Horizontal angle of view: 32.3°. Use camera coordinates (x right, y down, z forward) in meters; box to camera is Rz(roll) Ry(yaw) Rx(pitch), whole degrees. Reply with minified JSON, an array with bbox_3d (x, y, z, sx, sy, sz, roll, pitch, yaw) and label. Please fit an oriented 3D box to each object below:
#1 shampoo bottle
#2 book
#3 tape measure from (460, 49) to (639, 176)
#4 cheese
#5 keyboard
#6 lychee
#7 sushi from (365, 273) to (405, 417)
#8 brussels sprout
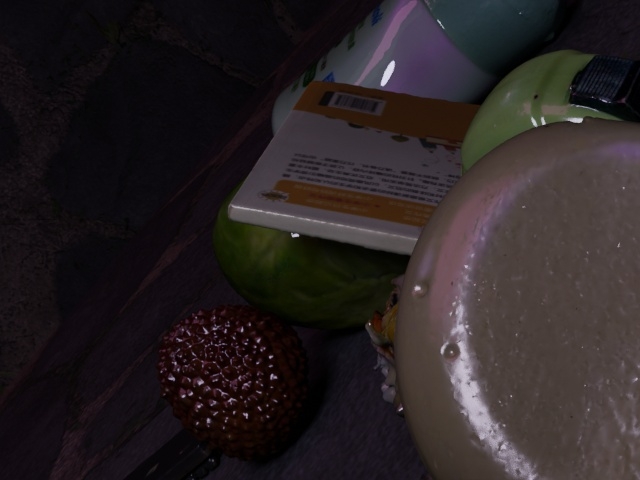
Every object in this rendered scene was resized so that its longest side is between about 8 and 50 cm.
[{"bbox_3d":[0.113,-0.201,1.200,0.349,0.151,0.222,-38,13,27],"label":"shampoo bottle"},{"bbox_3d":[0.063,-0.063,0.876,0.295,0.207,0.020,-65,-15,-62],"label":"book"},{"bbox_3d":[0.157,-0.036,0.621,0.177,0.154,0.087,-34,20,55],"label":"tape measure"},{"bbox_3d":[0.118,0.052,0.489,0.091,0.175,0.203,57,-133,-66],"label":"cheese"},{"bbox_3d":[-0.203,0.269,1.048,0.317,0.027,0.106,-41,11,19],"label":"keyboard"},{"bbox_3d":[-0.068,0.110,0.885,0.123,0.129,0.123,19,-90,-82],"label":"lychee"},{"bbox_3d":[0.084,0.068,0.646,0.097,0.103,0.226,-17,8,-11],"label":"sushi"},{"bbox_3d":[-0.001,0.002,0.929,0.180,0.162,0.144,-28,14,23],"label":"brussels sprout"}]
